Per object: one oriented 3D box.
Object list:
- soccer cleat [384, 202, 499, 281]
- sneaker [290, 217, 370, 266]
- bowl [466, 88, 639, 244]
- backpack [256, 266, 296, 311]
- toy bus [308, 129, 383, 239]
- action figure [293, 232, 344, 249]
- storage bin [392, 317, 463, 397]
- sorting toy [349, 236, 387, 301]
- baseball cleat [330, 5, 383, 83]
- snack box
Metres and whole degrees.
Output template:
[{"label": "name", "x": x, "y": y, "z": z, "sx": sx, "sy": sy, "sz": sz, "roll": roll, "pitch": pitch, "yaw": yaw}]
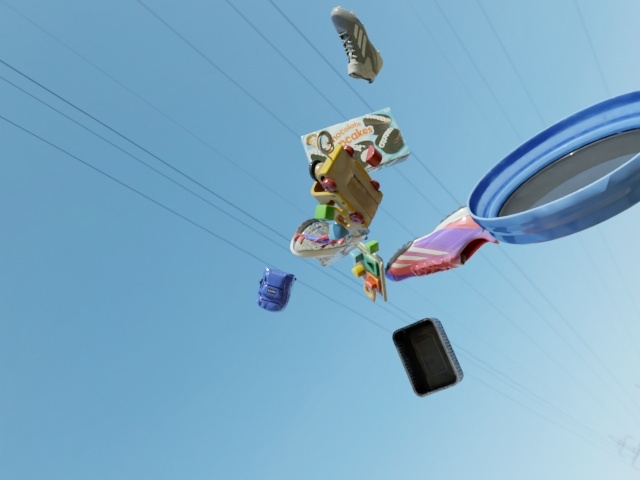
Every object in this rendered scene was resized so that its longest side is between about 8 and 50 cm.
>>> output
[{"label": "soccer cleat", "x": 0.295, "y": 0.035, "z": 1.257, "sx": 0.318, "sy": 0.116, "sz": 0.109, "roll": -39, "pitch": -30, "yaw": 29}, {"label": "sneaker", "x": 0.019, "y": 0.016, "z": 1.246, "sx": 0.297, "sy": 0.111, "sz": 0.129, "roll": -10, "pitch": -42, "yaw": -57}, {"label": "bowl", "x": 0.458, "y": -0.131, "z": 0.915, "sx": 0.391, "sy": 0.391, "sz": 0.077, "roll": -42, "pitch": -77, "yaw": -20}, {"label": "backpack", "x": -0.135, "y": 0.144, "z": 1.436, "sx": 0.101, "sy": 0.098, "sz": 0.120, "roll": 49, "pitch": -123, "yaw": -78}, {"label": "toy bus", "x": 0.032, "y": -0.109, "z": 0.993, "sx": 0.191, "sy": 0.104, "sz": 0.202, "roll": -11, "pitch": -82, "yaw": -45}, {"label": "action figure", "x": 0.000, "y": 0.000, "z": 1.044, "sx": 0.038, "sy": 0.115, "sz": 0.030, "roll": 37, "pitch": -120, "yaw": -50}, {"label": "storage bin", "x": 0.279, "y": 0.301, "z": 1.304, "sx": 0.122, "sy": 0.180, "sz": 0.084, "roll": -27, "pitch": -19, "yaw": 19}, {"label": "sorting toy", "x": 0.144, "y": 0.090, "z": 1.614, "sx": 0.047, "sy": 0.196, "sz": 0.347, "roll": -27, "pitch": -47, "yaw": -16}, {"label": "baseball cleat", "x": 0.087, "y": -0.494, "z": 1.289, "sx": 0.206, "sy": 0.072, "sz": 0.109, "roll": 40, "pitch": -112, "yaw": -31}, {"label": "snack box", "x": 0.116, "y": -0.309, "z": 1.680, "sx": 0.322, "sy": 0.187, "sz": 0.060, "roll": -20, "pitch": -15, "yaw": -5}]
